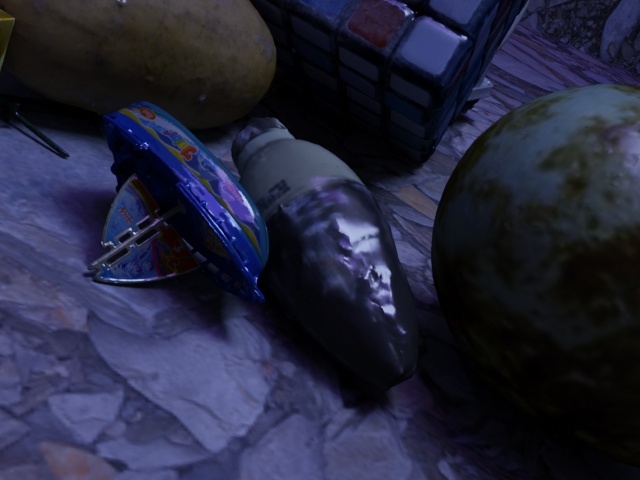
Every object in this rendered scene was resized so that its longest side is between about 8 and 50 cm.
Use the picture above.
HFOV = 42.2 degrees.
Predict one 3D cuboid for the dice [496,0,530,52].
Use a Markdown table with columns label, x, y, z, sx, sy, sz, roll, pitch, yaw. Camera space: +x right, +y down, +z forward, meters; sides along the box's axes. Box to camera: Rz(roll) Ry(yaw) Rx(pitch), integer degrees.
| label | x | y | z | sx | sy | sz | roll | pitch | yaw |
| --- | --- | --- | --- | --- | --- | --- | --- | --- | --- |
| dice | 0.230 | -0.534 | 1.619 | 0.304 | 0.304 | 0.277 | 14 | 27 | -27 |

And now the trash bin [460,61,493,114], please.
| label | x | y | z | sx | sy | sz | roll | pitch | yaw |
| --- | --- | --- | --- | --- | --- | --- | --- | --- | --- |
| trash bin | 0.157 | -0.390 | 1.185 | 0.296 | 0.368 | 0.256 | 35 | 26 | 18 |

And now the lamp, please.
| label | x | y | z | sx | sy | sz | roll | pitch | yaw |
| --- | --- | --- | --- | --- | --- | --- | --- | --- | --- |
| lamp | 0.000 | 0.000 | 0.584 | 0.101 | 0.101 | 0.250 | 4 | 40 | -41 |

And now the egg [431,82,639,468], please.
| label | x | y | z | sx | sy | sz | roll | pitch | yaw |
| --- | --- | --- | --- | --- | --- | --- | --- | --- | --- |
| egg | 0.212 | 0.030 | 0.576 | 0.289 | 0.238 | 0.238 | 51 | 28 | 5 |

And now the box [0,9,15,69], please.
| label | x | y | z | sx | sy | sz | roll | pitch | yaw |
| --- | --- | --- | --- | --- | --- | --- | --- | --- | --- |
| box | -0.267 | -0.107 | 0.536 | 0.022 | 0.089 | 0.156 | 29 | 22 | 11 |

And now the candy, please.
| label | x | y | z | sx | sy | sz | roll | pitch | yaw |
| --- | --- | --- | --- | --- | --- | --- | --- | --- | --- |
| candy | -0.237 | -0.103 | 0.634 | 0.123 | 0.035 | 0.035 | 40 | 30 | 10 |

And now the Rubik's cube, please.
| label | x | y | z | sx | sy | sz | roll | pitch | yaw |
| --- | --- | --- | --- | --- | --- | --- | --- | --- | --- |
| Rubik's cube | 0.070 | -0.296 | 0.903 | 0.293 | 0.287 | 0.292 | 30 | -6 | 10 |

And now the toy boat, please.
| label | x | y | z | sx | sy | sz | roll | pitch | yaw |
| --- | --- | --- | --- | --- | --- | --- | --- | --- | --- |
| toy boat | -0.103 | -0.008 | 0.537 | 0.110 | 0.091 | 0.175 | -38 | 64 | -26 |

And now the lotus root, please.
| label | x | y | z | sx | sy | sz | roll | pitch | yaw |
| --- | --- | --- | --- | --- | --- | --- | --- | --- | --- |
| lotus root | -0.144 | -0.184 | 0.735 | 0.342 | 0.152 | 0.169 | 4 | 30 | -48 |
